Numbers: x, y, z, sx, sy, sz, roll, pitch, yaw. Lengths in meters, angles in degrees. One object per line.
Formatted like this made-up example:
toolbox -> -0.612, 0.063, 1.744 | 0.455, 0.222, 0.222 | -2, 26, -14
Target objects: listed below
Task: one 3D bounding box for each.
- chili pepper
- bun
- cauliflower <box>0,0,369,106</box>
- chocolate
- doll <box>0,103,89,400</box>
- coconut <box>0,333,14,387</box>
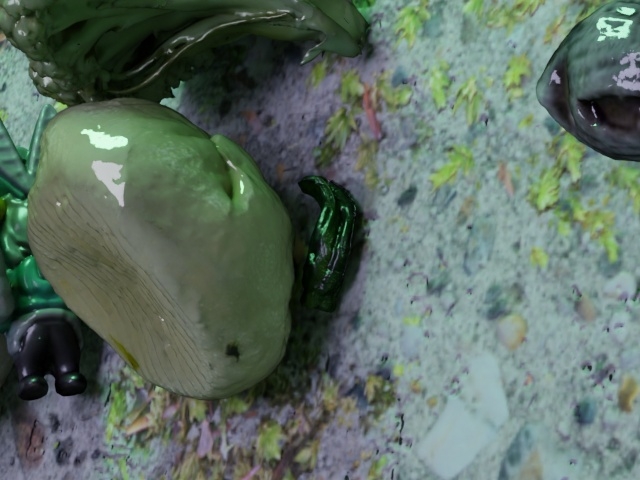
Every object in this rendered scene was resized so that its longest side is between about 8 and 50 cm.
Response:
chili pepper -> 0.004, -0.004, 1.511 | 0.055, 0.035, 0.118 | -22, 61, 36
bun -> -0.117, -0.010, 1.531 | 0.160, 0.259, 0.259 | -44, 32, -25
cauliflower -> -0.126, -0.239, 1.585 | 0.281, 0.260, 0.327 | -16, 24, 25
chocolate -> 0.241, -0.097, 1.221 | 0.248, 0.110, 0.110 | 14, 86, 47
doll -> -0.231, -0.006, 1.715 | 0.258, 0.195, 0.153 | 56, 150, 5
coconut -> -0.401, 0.055, 1.801 | 0.245, 0.245, 0.247 | -29, 63, 39
